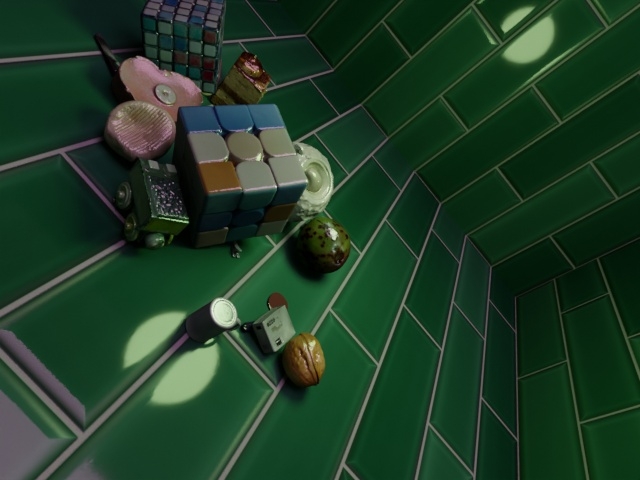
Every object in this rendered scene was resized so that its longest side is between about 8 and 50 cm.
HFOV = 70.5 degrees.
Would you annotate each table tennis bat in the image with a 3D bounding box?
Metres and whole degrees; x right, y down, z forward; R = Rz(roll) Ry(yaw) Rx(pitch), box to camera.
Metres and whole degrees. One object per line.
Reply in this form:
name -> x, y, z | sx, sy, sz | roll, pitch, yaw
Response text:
table tennis bat -> -0.165, 0.250, 1.655 | 0.087, 0.013, 0.156 | 48, 31, -12

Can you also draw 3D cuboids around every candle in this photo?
candle -> -0.613, -0.518, 1.710 | 0.317, 0.131, 0.287 | 7, 62, -38

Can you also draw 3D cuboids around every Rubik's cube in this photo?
Rubik's cube -> -0.546, -0.808, 1.826 | 0.292, 0.287, 0.293 | 5, 49, -14
Rubik's cube -> -0.291, -0.220, 1.533 | 0.344, 0.346, 0.346 | -12, 69, -27

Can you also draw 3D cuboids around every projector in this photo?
projector -> -0.159, 0.303, 1.548 | 0.147, 0.061, 0.115 | -31, 101, -59

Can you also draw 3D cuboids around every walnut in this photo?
walnut -> -0.056, 0.408, 1.531 | 0.144, 0.144, 0.180 | -10, 73, -55

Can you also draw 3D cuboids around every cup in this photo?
cup -> -0.314, 0.236, 1.363 | 0.136, 0.133, 0.099 | -9, 71, -54

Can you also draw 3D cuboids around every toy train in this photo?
toy train -> -0.513, -0.108, 1.382 | 0.159, 0.188, 0.271 | 10, 50, -49

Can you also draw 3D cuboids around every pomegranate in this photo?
pomegranate -> 0.000, -0.011, 1.915 | 0.242, 0.242, 0.306 | 19, 37, -42

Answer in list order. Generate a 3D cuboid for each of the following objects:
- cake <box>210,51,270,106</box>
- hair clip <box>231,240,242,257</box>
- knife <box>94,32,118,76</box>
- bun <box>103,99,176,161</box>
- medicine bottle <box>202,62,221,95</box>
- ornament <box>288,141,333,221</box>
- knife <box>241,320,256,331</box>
cake -> -0.344, -0.716, 2.080 | 0.199, 0.293, 0.196 | 36, 36, -18
hair clip -> -0.312, 0.007, 1.672 | 0.030, 0.039, 0.115 | 21, 42, -48
knife -> -0.812, -0.714, 1.734 | 0.230, 0.028, 0.060 | 59, 20, 15
bun -> -0.611, -0.361, 1.537 | 0.231, 0.133, 0.231 | 5, 77, -22
medicine bottle -> -0.513, -0.764, 2.070 | 0.114, 0.114, 0.252 | 27, 40, -35
ornament -> -0.119, -0.243, 1.895 | 0.337, 0.337, 0.337 | 32, 38, -30
knife -> -0.222, 0.289, 1.537 | 0.121, 0.018, 0.031 | 3, 51, -52
